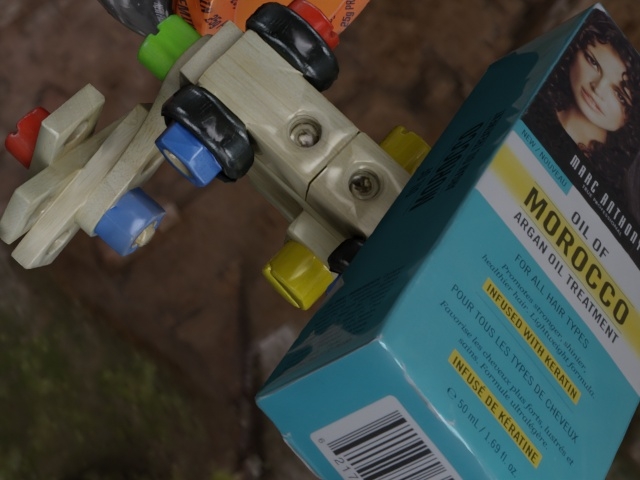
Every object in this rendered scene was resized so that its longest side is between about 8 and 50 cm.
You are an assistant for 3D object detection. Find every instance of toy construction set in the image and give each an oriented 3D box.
[{"bbox_3d":[0.000,0.000,0.929,0.151,0.327,0.215,-61,177,-12],"label":"toy construction set"}]

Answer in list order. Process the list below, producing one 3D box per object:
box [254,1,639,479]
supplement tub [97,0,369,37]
[{"bbox_3d":[0.074,0.015,0.698,0.060,0.244,0.100,-30,105,38],"label":"box"},{"bbox_3d":[-0.113,-0.270,1.256,0.207,0.338,0.207,-35,154,-20],"label":"supplement tub"}]
